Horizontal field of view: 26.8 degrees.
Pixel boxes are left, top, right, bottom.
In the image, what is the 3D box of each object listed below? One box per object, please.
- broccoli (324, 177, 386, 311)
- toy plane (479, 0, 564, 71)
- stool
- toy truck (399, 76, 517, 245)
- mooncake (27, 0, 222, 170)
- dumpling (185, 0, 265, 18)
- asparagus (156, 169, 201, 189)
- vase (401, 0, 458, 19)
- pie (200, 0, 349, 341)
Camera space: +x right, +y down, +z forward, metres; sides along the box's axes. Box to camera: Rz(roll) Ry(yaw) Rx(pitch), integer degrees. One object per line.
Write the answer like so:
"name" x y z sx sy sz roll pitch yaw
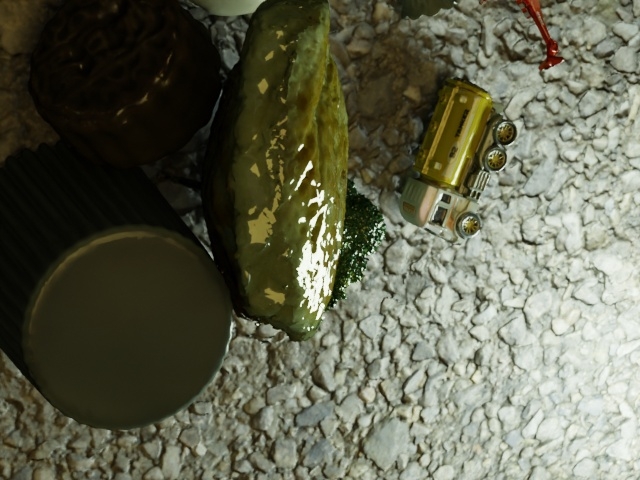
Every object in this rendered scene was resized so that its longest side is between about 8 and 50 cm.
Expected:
"broccoli" 0.000 0.000 1.851 0.195 0.195 0.156 -40 138 -8
"toy plane" 0.301 -0.346 1.896 0.194 0.126 0.077 50 47 7
"stool" -0.275 0.058 1.641 0.297 0.330 0.297 -8 110 -23
"toy truck" 0.192 -0.115 1.936 0.114 0.098 0.226 18 96 -24
"mooncake" -0.241 -0.208 1.626 0.228 0.228 0.124 -49 150 -3
"dumpling" -0.103 -0.388 1.623 0.318 0.243 0.187 26 52 -48
"asparagus" -0.165 -0.077 1.828 0.127 0.015 0.018 10 93 -27
"vase" 0.131 -0.384 1.833 0.081 0.081 0.148 -23 110 -17
"pie" -0.057 -0.080 1.587 0.181 0.418 0.395 3 79 0
